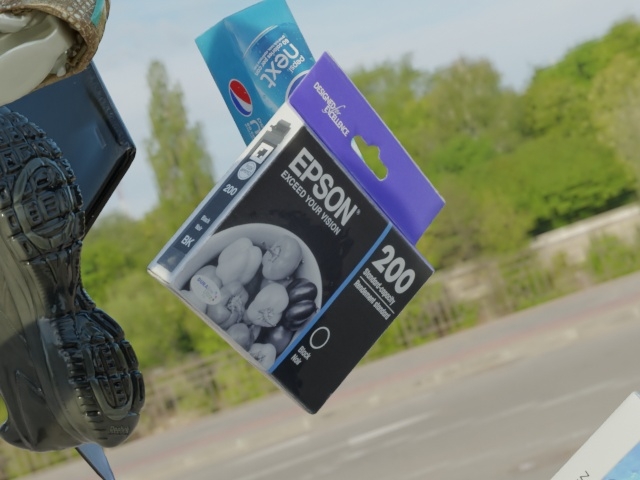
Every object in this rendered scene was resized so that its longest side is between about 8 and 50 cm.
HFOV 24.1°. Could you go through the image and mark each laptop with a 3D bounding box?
[{"bbox_3d":[-0.260,-0.023,1.555,0.236,0.382,0.408,16,-60,-39],"label":"laptop"}]

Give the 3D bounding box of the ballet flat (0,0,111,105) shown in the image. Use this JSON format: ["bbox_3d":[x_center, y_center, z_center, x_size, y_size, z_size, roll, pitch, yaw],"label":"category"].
[{"bbox_3d":[-0.202,-0.082,0.779,0.206,0.073,0.067,-30,40,10],"label":"ballet flat"}]

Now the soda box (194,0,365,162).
[{"bbox_3d":[-0.027,-0.103,1.317,0.067,0.210,0.071,-29,5,-27],"label":"soda box"}]

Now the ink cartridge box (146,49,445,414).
[{"bbox_3d":[0.000,0.000,1.123,0.045,0.206,0.208,30,78,45],"label":"ink cartridge box"}]

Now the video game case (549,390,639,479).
[{"bbox_3d":[0.211,0.276,1.016,0.061,0.269,0.244,30,-73,-34],"label":"video game case"}]

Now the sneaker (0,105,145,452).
[{"bbox_3d":[-0.242,0.035,1.163,0.130,0.286,0.109,-18,-2,27],"label":"sneaker"}]
